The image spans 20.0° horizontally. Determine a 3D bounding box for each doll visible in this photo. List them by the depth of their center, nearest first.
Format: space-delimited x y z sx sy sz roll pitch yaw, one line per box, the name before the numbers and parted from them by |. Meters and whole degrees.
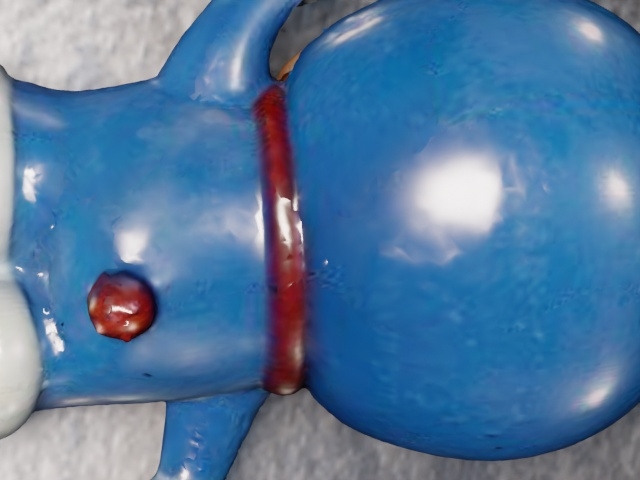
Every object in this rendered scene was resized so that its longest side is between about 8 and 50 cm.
doll | 0.000 0.000 0.609 0.257 0.161 0.215 0 104 -5
